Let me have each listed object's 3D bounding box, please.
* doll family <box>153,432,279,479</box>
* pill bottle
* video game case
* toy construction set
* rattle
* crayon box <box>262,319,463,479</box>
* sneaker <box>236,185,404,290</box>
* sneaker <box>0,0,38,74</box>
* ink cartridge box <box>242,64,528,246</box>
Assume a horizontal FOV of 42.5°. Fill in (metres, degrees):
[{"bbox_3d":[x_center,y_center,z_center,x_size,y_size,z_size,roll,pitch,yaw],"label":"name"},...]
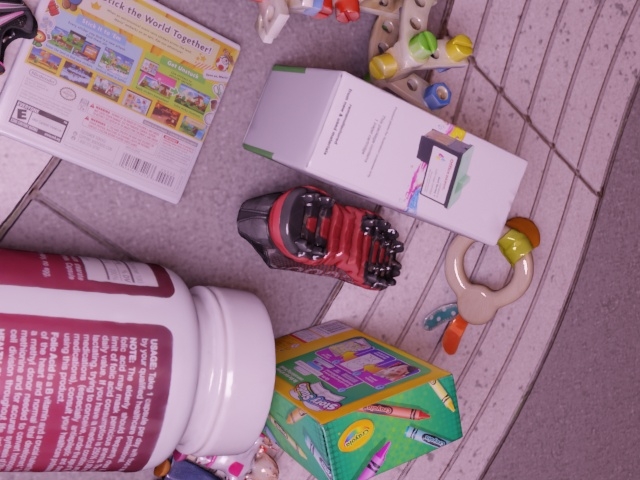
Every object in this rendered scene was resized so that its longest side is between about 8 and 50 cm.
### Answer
[{"bbox_3d":[-0.145,0.352,1.030,0.163,0.118,0.262,30,66,-22],"label":"doll family"},{"bbox_3d":[-0.262,0.126,0.853,0.392,0.224,0.224,8,94,-28],"label":"pill bottle"},{"bbox_3d":[-0.227,-0.176,0.933,0.227,0.026,0.206,23,88,-27],"label":"video game case"},{"bbox_3d":[0.030,-0.274,0.963,0.328,0.151,0.214,8,73,-43],"label":"toy construction set"},{"bbox_3d":[0.236,0.060,1.209,0.130,0.143,0.199,19,107,3],"label":"rattle"},{"bbox_3d":[0.016,0.181,0.973,0.165,0.278,0.081,-16,105,-24],"label":"crayon box"},{"bbox_3d":[0.000,-0.001,1.041,0.276,0.135,0.097,22,75,-51],"label":"sneaker"},{"bbox_3d":[-0.360,-0.187,0.827,0.077,0.072,0.178,44,78,-10],"label":"sneaker"},{"bbox_3d":[0.076,-0.104,0.997,0.278,0.201,0.117,20,93,-28],"label":"ink cartridge box"}]
